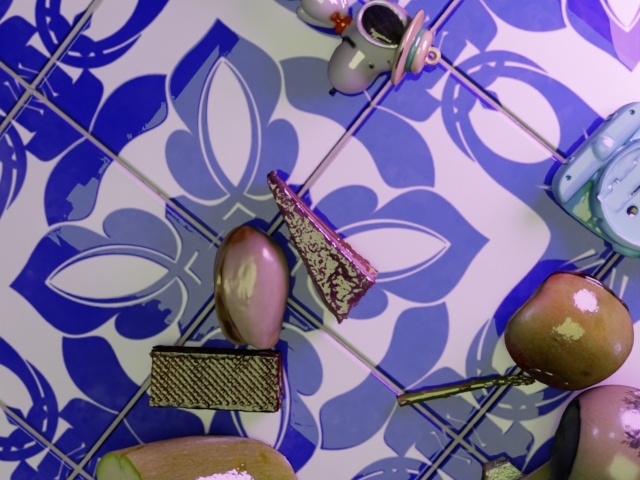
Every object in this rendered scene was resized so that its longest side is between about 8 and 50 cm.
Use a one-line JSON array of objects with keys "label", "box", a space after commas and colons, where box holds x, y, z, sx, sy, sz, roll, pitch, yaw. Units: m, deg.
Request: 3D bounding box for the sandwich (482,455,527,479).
[{"label": "sandwich", "box": [0.339, 0.436, 1.722, 0.105, 0.036, 0.093, 8, 94, 3]}]

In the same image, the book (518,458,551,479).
[{"label": "book", "box": [0.431, 0.485, 1.702, 0.168, 0.013, 0.192, -28, 91, -15]}]

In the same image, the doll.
[{"label": "doll", "box": [0.060, -0.380, 1.624, 0.208, 0.144, 0.271, -24, 97, 15]}]

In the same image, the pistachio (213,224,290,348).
[{"label": "pistachio", "box": [-0.123, 0.081, 1.680, 0.144, 0.144, 0.215, -1, 92, 5]}]

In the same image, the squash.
[{"label": "squash", "box": [-0.205, 0.459, 1.718, 0.210, 0.309, 0.233, -21, 77, 49]}]

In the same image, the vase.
[{"label": "vase", "box": [0.543, 0.403, 1.567, 0.302, 0.329, 0.241, 14, 130, 1]}]

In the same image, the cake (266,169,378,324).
[{"label": "cake", "box": [0.000, 0.000, 1.676, 0.113, 0.116, 0.295, -33, 94, 2]}]

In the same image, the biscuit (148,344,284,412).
[{"label": "biscuit", "box": [-0.191, 0.246, 1.732, 0.252, 0.070, 0.106, 3, 94, 5]}]

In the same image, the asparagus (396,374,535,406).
[{"label": "asparagus", "box": [0.258, 0.265, 1.721, 0.248, 0.024, 0.025, -11, 137, 5]}]

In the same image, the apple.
[{"label": "apple", "box": [0.423, 0.160, 1.634, 0.188, 0.174, 0.207, 42, 112, 3]}]

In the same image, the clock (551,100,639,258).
[{"label": "clock", "box": [0.553, -0.082, 1.634, 0.274, 0.094, 0.223, 42, 98, 1]}]
